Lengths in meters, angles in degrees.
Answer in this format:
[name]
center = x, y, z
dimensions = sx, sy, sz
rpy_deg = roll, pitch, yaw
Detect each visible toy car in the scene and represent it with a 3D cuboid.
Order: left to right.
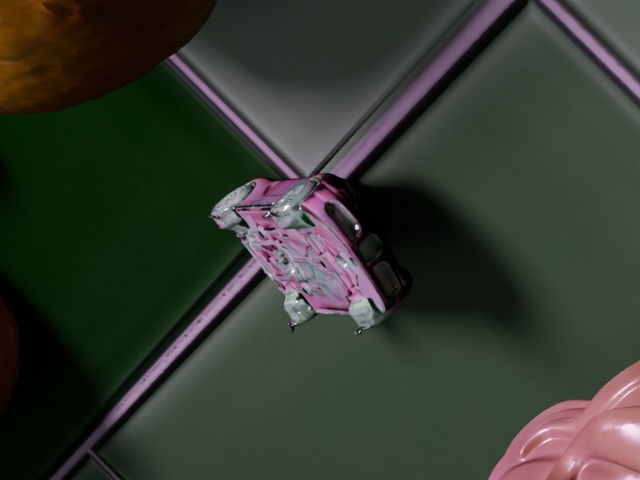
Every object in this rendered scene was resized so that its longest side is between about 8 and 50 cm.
[toy car]
center = 0.000, 0.000, 0.890
dimensions = 0.069, 0.055, 0.142
rpy_deg = 53, 163, -13

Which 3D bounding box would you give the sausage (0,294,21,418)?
[sausage]
center = -0.278, 0.088, 1.257
dimensions = 0.153, 0.141, 0.268
rpy_deg = 46, 153, -4

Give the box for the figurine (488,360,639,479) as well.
[figurine]
center = 0.124, 0.107, 0.812
dimensions = 0.114, 0.126, 0.157
rpy_deg = -2, 146, -5

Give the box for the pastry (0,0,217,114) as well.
[pastry]
center = -0.171, -0.202, 0.751
dimensions = 0.356, 0.164, 0.356
rpy_deg = 36, 155, 20
